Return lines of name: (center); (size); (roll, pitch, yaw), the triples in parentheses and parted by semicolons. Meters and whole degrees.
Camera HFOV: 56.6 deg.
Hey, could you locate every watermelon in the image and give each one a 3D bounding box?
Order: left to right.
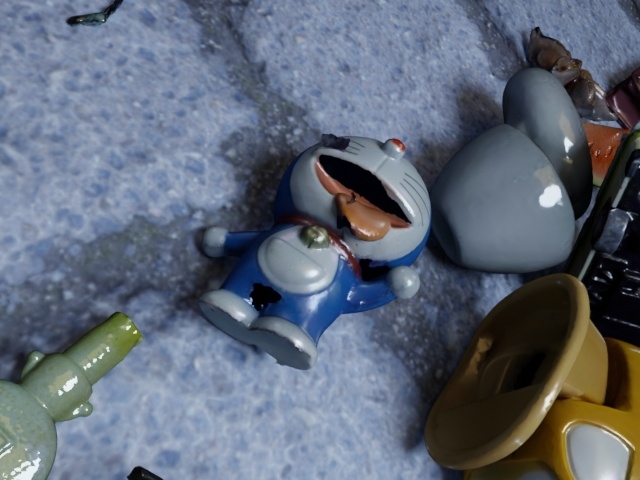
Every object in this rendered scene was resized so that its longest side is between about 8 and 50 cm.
watermelon: (0.454, -0.138, 0.935); (0.125, 0.094, 0.135); (19, 56, -22)

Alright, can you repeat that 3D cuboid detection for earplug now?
earplug: (0.255, -0.088, 0.764); (0.325, 0.175, 0.214); (-51, 128, -41)

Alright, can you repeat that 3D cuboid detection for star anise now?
star anise: (0.410, -0.254, 0.972); (0.172, 0.063, 0.208); (32, 36, -18)

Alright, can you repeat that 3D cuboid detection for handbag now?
handbag: (0.646, -0.236, 1.102); (0.216, 0.074, 0.203); (-30, 85, -36)

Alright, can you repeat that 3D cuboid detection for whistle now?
whistle: (-0.220, 0.127, 0.460); (0.104, 0.057, 0.198); (47, 55, 0)

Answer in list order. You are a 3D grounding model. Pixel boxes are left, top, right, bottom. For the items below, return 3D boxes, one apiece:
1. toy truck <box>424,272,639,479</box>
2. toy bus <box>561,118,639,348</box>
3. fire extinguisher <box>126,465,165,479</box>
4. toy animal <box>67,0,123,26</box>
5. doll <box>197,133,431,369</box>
toy truck: (0.246, 0.198, 0.595); (0.212, 0.204, 0.288); (37, 55, -6)
toy bus: (0.384, 0.003, 0.698); (0.143, 0.305, 0.179); (17, 45, 16)
fire extinguisher: (-0.052, 0.264, 0.449); (0.341, 0.105, 0.141); (21, 96, -16)
toy animal: (-0.240, -0.352, 0.681); (0.079, 0.070, 0.252); (-6, 81, 6)
doll: (0.000, 0.000, 0.586); (0.215, 0.161, 0.257); (27, 56, 15)
